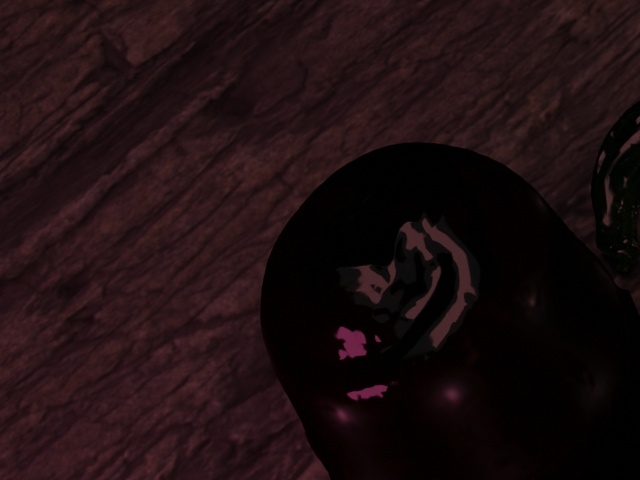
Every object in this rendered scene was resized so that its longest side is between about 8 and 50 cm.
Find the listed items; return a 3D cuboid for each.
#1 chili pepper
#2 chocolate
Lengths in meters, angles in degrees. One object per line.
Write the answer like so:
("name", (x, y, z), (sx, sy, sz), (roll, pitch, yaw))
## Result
("chili pepper", (0.357, -0.098, 2.020), (0.122, 0.065, 0.279), (34, 82, 24))
("chocolate", (0.119, 0.085, 1.865), (0.383, 0.331, 0.384), (-9, 60, 16))
